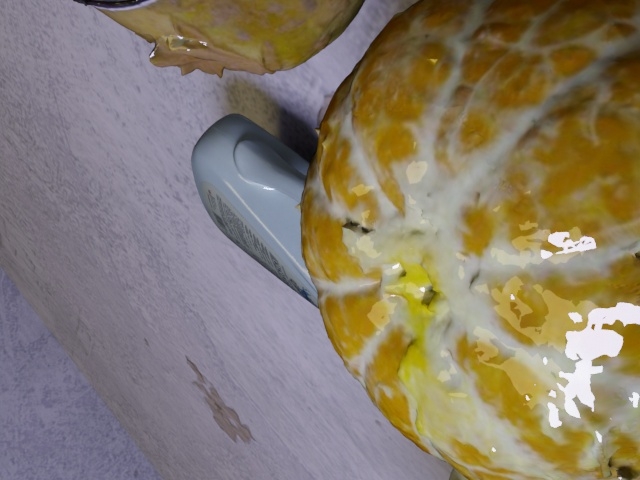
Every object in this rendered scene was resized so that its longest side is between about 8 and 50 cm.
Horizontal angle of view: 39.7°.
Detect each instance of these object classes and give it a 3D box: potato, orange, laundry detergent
[{"bbox_3d":[-0.027,-0.260,0.634,0.300,0.196,0.246,-37,63,21],"label":"potato"},{"bbox_3d":[0.138,-0.004,0.560,0.329,0.249,0.329,8,101,48],"label":"orange"},{"bbox_3d":[0.000,0.000,0.915,0.280,0.105,0.215,37,162,31],"label":"laundry detergent"}]

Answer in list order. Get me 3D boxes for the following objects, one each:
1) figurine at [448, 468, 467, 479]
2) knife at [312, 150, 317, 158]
[{"bbox_3d":[0.144,0.376,0.822,0.227,0.394,0.274,20,139,45],"label":"figurine"},{"bbox_3d":[0.028,-0.090,0.895,0.121,0.018,0.031,-15,105,59],"label":"knife"}]
